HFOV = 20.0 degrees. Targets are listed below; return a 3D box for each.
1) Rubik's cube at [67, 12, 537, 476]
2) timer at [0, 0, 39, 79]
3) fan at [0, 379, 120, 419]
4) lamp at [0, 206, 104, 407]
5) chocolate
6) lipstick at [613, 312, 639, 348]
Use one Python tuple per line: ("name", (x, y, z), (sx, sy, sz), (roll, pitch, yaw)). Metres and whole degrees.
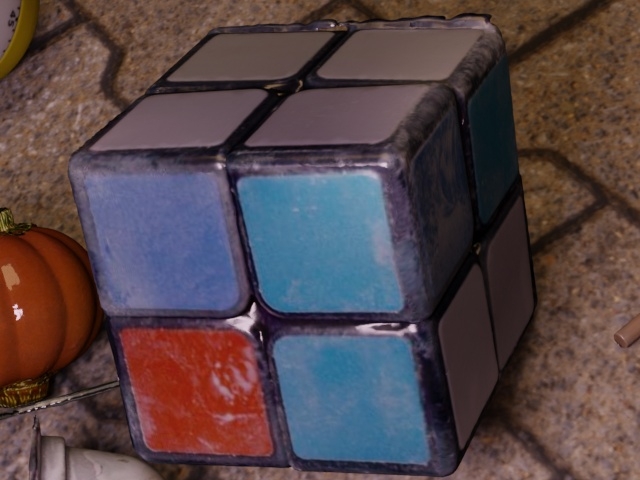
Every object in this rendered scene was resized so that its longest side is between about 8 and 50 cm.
("Rubik's cube", (0.000, 0.000, 1.630), (0.316, 0.318, 0.313), (-1, 26, 23))
("timer", (-0.460, -0.296, 2.234), (0.285, 0.285, 0.285), (-11, 44, 11))
("fan", (-0.279, 0.159, 1.722), (0.294, 0.012, 0.223), (-13, -4, -41))
("lamp", (-0.326, 0.069, 1.824), (0.223, 0.196, 0.223), (-12, 5, 1))
("chocolate", (-0.202, 0.267, 1.619), (0.147, 0.221, 0.221), (9, 46, -5))
("lipstick", (0.315, 0.068, 1.709), (0.094, 0.019, 0.019), (-38, 46, -17))
